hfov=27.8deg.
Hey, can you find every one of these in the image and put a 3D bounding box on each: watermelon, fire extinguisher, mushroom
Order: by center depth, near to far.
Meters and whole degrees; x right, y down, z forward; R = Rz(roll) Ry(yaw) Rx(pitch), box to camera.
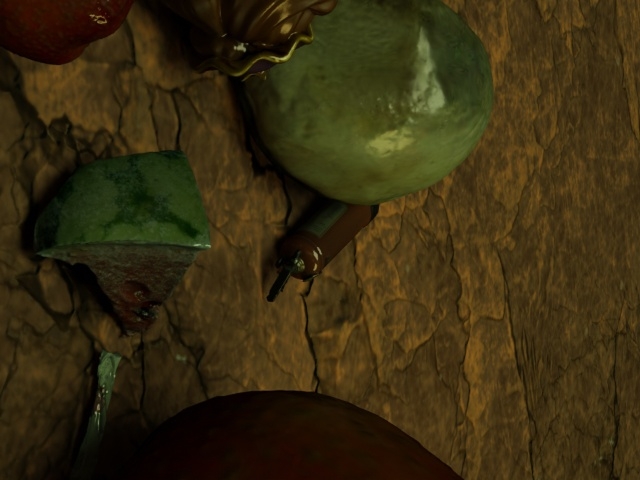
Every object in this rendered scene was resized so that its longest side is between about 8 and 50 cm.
[{"bbox_3d":[-0.132,-0.003,1.018,0.158,0.121,0.098,57,23,-49],"label":"watermelon"},{"bbox_3d":[0.059,-0.141,1.229,0.267,0.164,0.190,39,51,-37],"label":"mushroom"},{"bbox_3d":[0.000,0.000,1.293,0.177,0.050,0.062,-44,166,-48],"label":"fire extinguisher"}]

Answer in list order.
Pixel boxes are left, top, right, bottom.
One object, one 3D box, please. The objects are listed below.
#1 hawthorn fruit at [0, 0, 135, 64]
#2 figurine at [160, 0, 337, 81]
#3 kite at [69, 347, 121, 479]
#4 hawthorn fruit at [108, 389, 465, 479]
[{"bbox_3d":[-0.194,-0.194,0.891,0.138,0.132,0.133,49,49,-28],"label":"hawthorn fruit"},{"bbox_3d":[-0.078,-0.254,1.067,0.189,0.142,0.263,-35,129,-15],"label":"figurine"},{"bbox_3d":[-0.203,0.261,0.996,0.406,0.014,0.369,33,64,-55],"label":"kite"},{"bbox_3d":[0.004,0.308,0.966,0.402,0.402,0.403,-4,95,-59],"label":"hawthorn fruit"}]
